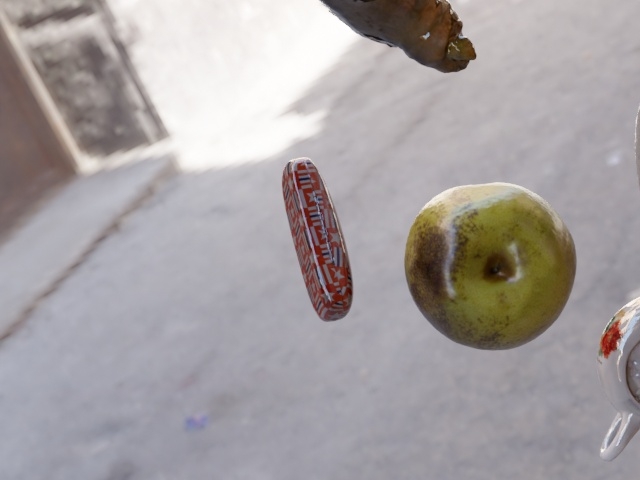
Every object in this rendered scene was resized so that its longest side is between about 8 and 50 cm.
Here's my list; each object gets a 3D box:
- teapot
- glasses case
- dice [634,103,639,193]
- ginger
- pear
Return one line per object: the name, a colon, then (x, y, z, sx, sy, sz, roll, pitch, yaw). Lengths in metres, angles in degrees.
teapot: (0.350, 0.130, 1.804, 0.226, 0.145, 0.092, -61, 1, 15)
glasses case: (0.000, 0.000, 2.006, 0.049, 0.194, 0.073, -9, -23, -14)
dice: (0.449, -0.092, 1.874, 0.192, 0.194, 0.193, -1, 62, -9)
ginger: (0.009, -0.247, 1.506, 0.166, 0.333, 0.080, 13, 71, 50)
pear: (0.192, 0.027, 2.013, 0.197, 0.197, 0.197, -23, 21, 9)
